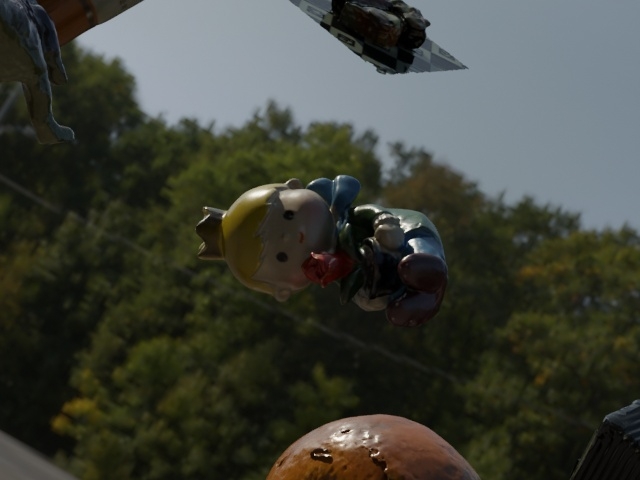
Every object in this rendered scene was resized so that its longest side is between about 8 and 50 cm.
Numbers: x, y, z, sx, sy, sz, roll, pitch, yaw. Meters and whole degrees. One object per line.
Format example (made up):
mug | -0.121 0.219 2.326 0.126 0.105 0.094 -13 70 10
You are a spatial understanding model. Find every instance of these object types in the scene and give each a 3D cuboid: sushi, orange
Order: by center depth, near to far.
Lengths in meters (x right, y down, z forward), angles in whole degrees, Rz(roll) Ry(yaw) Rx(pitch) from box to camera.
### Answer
sushi | 0.042 -0.165 0.991 0.120 0.026 0.126 42 29 24
orange | 0.059 0.332 1.482 0.284 0.284 0.226 19 3 40

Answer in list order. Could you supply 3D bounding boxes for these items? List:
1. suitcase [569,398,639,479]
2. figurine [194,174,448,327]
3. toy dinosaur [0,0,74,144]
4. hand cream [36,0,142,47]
suitcase | 0.319 0.332 1.297 0.229 0.152 0.335 45 -46 33
figurine | -0.004 0.014 1.321 0.234 0.127 0.185 13 24 -11
toy dinosaur | -0.228 -0.156 0.922 0.072 0.200 0.251 0 7 14
hand cream | -0.172 -0.315 1.385 0.140 0.314 0.089 60 -15 -12
